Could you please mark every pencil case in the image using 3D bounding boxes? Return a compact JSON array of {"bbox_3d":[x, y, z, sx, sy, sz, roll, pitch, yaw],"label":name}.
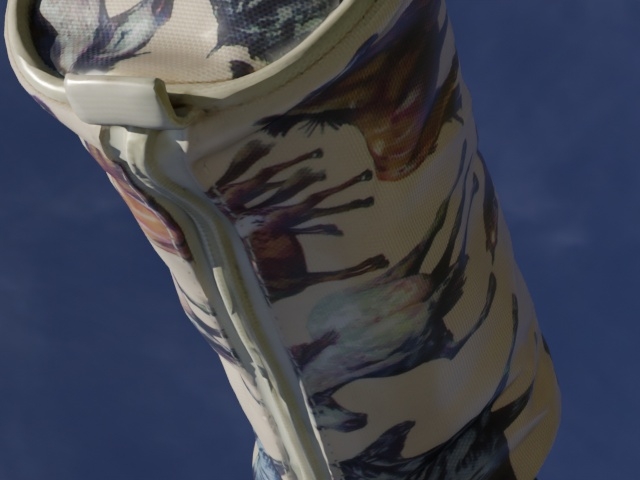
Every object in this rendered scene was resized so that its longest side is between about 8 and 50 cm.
[{"bbox_3d":[0.000,0.000,0.853,0.410,0.160,0.183,67,-150,-53],"label":"pencil case"}]
